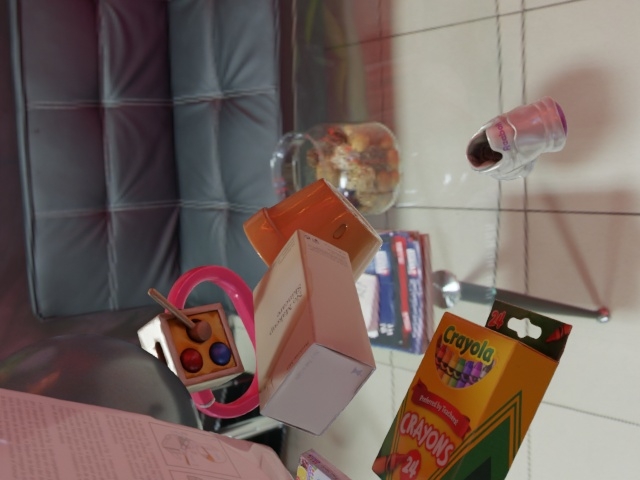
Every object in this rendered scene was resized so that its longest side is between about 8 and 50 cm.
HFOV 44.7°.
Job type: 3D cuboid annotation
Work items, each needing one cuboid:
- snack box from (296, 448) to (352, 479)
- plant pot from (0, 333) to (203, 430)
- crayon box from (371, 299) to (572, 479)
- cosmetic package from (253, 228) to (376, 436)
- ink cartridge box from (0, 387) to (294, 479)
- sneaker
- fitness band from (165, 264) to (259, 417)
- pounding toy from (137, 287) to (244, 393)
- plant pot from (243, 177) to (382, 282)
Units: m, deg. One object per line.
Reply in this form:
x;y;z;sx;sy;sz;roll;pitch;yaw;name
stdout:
0.013;0.471;1.458;0.141;0.037;0.100;28;121;39;snack box
-0.261;0.245;0.805;0.195;0.290;0.290;154;107;-78;plant pot
0.205;0.229;1.097;0.319;0.081;0.202;-64;20;-3;crayon box
-0.020;0.137;1.247;0.160;0.113;0.309;-55;22;22;cosmetic package
-0.154;0.228;0.545;0.091;0.385;0.308;-64;32;8;ink cartridge box
0.305;-0.164;1.329;0.305;0.152;0.114;93;159;-82;sneaker
-0.185;0.187;1.442;0.054;0.209;0.291;-9;109;46;fitness band
-0.192;0.142;1.121;0.100;0.130;0.141;-34;71;43;pounding toy
0.000;0.000;1.732;0.203;0.291;0.291;-43;58;6;plant pot
